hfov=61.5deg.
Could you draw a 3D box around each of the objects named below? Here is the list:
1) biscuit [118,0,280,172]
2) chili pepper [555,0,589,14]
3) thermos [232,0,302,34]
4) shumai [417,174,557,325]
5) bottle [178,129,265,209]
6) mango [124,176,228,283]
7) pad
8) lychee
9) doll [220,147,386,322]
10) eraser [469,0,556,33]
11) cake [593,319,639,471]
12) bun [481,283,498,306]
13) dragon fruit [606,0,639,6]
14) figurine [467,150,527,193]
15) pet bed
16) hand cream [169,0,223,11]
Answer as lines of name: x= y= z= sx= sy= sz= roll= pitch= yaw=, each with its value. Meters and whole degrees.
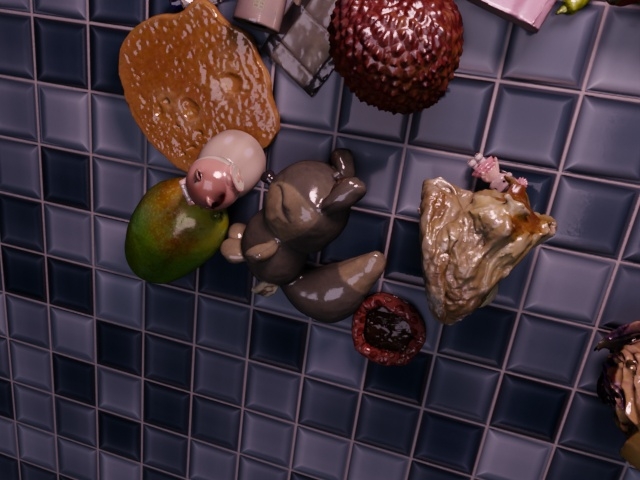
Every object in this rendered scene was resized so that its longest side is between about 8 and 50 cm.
biscuit: x=-0.291 y=-0.354 z=1.281 sx=0.364 sy=0.062 sz=0.385 roll=-21 pitch=104 yaw=20
chili pepper: x=0.521 y=-0.512 z=1.006 sx=0.049 sy=0.043 sz=0.208 roll=39 pitch=111 yaw=29
thermos: x=-0.097 y=-0.548 z=1.145 sx=0.137 sy=0.105 sz=0.193 roll=20 pitch=100 yaw=13
shumai: x=0.341 y=0.015 z=1.094 sx=0.262 sy=0.267 sz=0.314 roll=-2 pitch=72 yaw=21
bottle: x=-0.216 y=-0.145 z=1.179 sx=0.147 sy=0.237 sz=0.148 roll=4 pitch=116 yaw=8
mango: x=-0.378 y=-0.019 z=1.352 sx=0.381 sy=0.201 sz=0.225 roll=-31 pitch=93 yaw=39
pad: x=-0.011 y=-0.462 z=1.188 sx=0.174 sy=0.022 sz=0.233 roll=43 pitch=115 yaw=-1
lychee: x=0.144 y=-0.388 z=1.036 sx=0.264 sy=0.264 sz=0.300 roll=4 pitch=133 yaw=15
doll: x=0.002 y=-0.021 z=1.258 sx=0.378 sy=0.252 sz=0.382 roll=33 pitch=122 yaw=-31
eraser: x=0.374 y=-0.609 z=0.974 sx=0.272 sy=0.122 sz=0.359 roll=29 pitch=112 yaw=8
cake: x=0.725 y=0.322 z=1.117 sx=0.321 sy=0.332 sz=0.332 roll=51 pitch=120 yaw=37
bun: x=0.352 y=0.110 z=1.243 sx=0.115 sy=0.069 sz=0.115 roll=5 pitch=110 yaw=15
dragon fruit: x=0.644 y=-0.514 z=0.885 sx=0.227 sy=0.243 sz=0.307 roll=35 pitch=155 yaw=-21
figurine: x=0.380 y=-0.142 z=1.164 sx=0.129 sy=0.054 sz=0.072 roll=45 pitch=106 yaw=5
pet bed: x=0.167 y=0.226 z=1.346 sx=0.201 sy=0.053 sz=0.201 roll=6 pitch=115 yaw=14
hand cream: x=-0.267 y=-0.564 z=1.226 sx=0.163 sy=0.039 sz=0.062 roll=-13 pitch=102 yaw=14
